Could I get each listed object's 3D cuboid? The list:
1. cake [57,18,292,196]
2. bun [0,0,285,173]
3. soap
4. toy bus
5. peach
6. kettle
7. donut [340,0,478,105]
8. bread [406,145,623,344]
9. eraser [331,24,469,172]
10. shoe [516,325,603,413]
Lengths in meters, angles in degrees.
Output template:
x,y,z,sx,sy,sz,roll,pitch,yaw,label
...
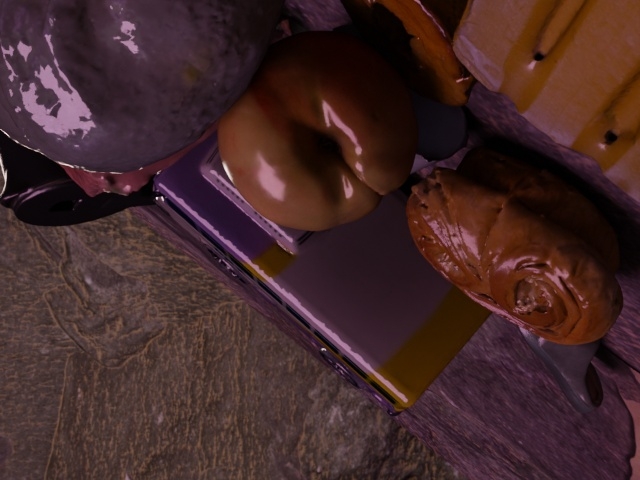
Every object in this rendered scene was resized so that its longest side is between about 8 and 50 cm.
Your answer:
x,y,z,sx,sy,sz,roll,pitch,yaw,label
-0.254,-0.231,1.308,0.307,0.293,0.314,49,170,-20,cake
-0.194,-0.242,0.990,0.362,0.362,0.211,30,-171,38,bun
0.205,-0.153,0.750,0.199,0.091,0.315,39,167,8,soap
0.000,0.000,1.452,0.440,0.209,0.249,42,172,5,toy bus
-0.003,-0.101,1.040,0.184,0.184,0.184,38,166,12,peach
-0.337,-0.185,1.595,0.262,0.203,0.308,13,-121,-63,kettle
0.082,-0.196,0.997,0.162,0.065,0.178,35,167,42,donut
0.199,0.009,1.172,0.236,0.120,0.198,32,165,24,bread
0.045,-0.134,1.238,0.174,0.081,0.227,41,165,-8,eraser
0.301,0.121,1.400,0.078,0.079,0.195,-23,110,27,shoe
